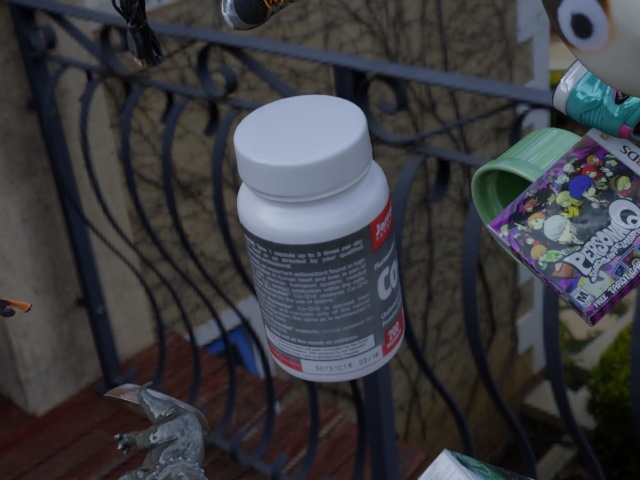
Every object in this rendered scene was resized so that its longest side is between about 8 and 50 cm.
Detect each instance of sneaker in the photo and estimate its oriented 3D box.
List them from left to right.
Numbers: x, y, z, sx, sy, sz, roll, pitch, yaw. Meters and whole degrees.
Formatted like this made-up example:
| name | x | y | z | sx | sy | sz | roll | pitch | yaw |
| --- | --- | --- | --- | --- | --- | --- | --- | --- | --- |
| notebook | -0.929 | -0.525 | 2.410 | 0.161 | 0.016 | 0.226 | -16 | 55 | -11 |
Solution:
| name | x | y | z | sx | sy | sz | roll | pitch | yaw |
| --- | --- | --- | --- | --- | --- | --- | --- | --- | --- |
| sneaker | -0.055 | -0.383 | 1.508 | 0.215 | 0.084 | 0.083 | -41 | 27 | -19 |
| sneaker | 0.485 | -0.248 | 1.416 | 0.295 | 0.124 | 0.178 | -46 | 62 | -1 |

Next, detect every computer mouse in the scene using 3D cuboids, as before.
| name | x | y | z | sx | sy | sz | roll | pitch | yaw |
| --- | --- | --- | --- | --- | --- | --- | --- | --- | --- |
| computer mouse | -0.179 | -0.266 | 1.013 | 0.042 | 0.106 | 0.193 | -11 | 55 | 1 |

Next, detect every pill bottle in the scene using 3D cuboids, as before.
| name | x | y | z | sx | sy | sz | roll | pitch | yaw |
| --- | --- | --- | --- | --- | --- | --- | --- | --- | --- |
| pill bottle | 0.000 | 0.000 | 1.100 | 0.161 | 0.283 | 0.161 | -6 | 36 | 5 |

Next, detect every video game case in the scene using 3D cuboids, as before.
| name | x | y | z | sx | sy | sz | roll | pitch | yaw |
| --- | --- | --- | --- | --- | --- | --- | --- | --- | --- |
| video game case | 0.389 | -0.029 | 1.438 | 0.232 | 0.042 | 0.210 | -42 | 57 | 0 |

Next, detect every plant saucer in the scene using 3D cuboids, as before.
| name | x | y | z | sx | sy | sz | roll | pitch | yaw |
| --- | --- | --- | --- | --- | --- | --- | --- | --- | --- |
| plant saucer | -0.276 | 0.290 | 1.769 | 0.198 | 0.198 | 0.036 | 11 | 69 | 30 |

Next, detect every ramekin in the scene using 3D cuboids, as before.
| name | x | y | z | sx | sy | sz | roll | pitch | yaw |
| --- | --- | --- | --- | --- | --- | --- | --- | --- | --- |
| ramekin | 0.443 | -0.064 | 1.910 | 0.148 | 0.303 | 0.303 | -42 | 40 | -17 |

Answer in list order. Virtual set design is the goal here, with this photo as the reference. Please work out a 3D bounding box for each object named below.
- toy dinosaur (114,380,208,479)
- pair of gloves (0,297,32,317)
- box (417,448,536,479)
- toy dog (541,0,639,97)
| name | x | y | z | sx | sy | sz | roll | pitch | yaw |
| --- | --- | --- | --- | --- | --- | --- | --- | --- | --- |
| toy dinosaur | -0.224 | 0.320 | 1.489 | 0.160 | 0.121 | 0.313 | -23 | 25 | 12 |
| pair of gloves | -0.284 | 0.054 | 0.846 | 0.074 | 0.010 | 0.083 | 12 | -16 | -28 |
| box | 0.269 | 0.362 | 1.186 | 0.058 | 0.322 | 0.232 | -49 | 52 | 7 |
| toy dog | 0.322 | -0.276 | 0.697 | 0.408 | 0.284 | 0.395 | -45 | 28 | 13 |
